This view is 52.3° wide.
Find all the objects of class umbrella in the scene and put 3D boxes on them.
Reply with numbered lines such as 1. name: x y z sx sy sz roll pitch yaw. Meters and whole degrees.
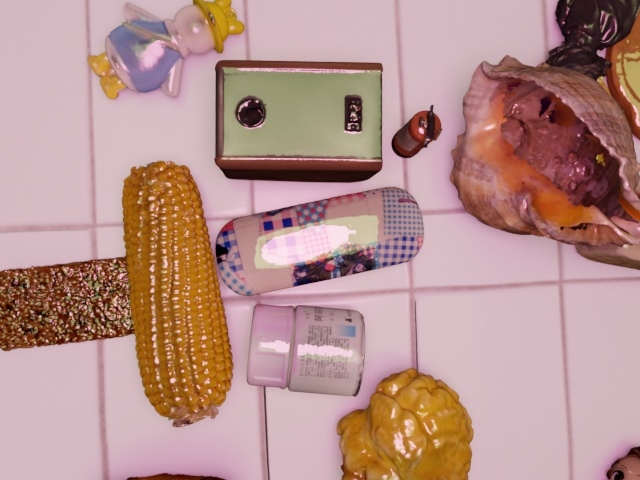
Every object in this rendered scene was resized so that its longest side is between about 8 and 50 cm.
1. umbrella: 0.422 -0.323 1.043 0.110 0.122 0.272 27 79 -41

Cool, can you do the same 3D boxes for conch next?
1. conch: 0.335 -0.131 0.919 0.210 0.352 0.297 -41 127 -19

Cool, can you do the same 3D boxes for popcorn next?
1. popcorn: 0.122 0.308 0.987 0.203 0.226 0.200 0 48 32

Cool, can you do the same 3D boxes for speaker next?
1. speaker: -0.033 -0.170 0.964 0.231 0.192 0.153 0 90 -3

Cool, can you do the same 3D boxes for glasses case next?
1. glasses case: 0.000 0.000 1.019 0.328 0.076 0.125 -12 92 -4

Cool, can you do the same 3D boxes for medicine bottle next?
1. medicine bottle: -0.023 0.164 0.986 0.169 0.135 0.135 5 88 -4

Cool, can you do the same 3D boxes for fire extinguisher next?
1. fire extinguisher: 0.147 -0.159 0.982 0.050 0.177 0.062 11 87 -4

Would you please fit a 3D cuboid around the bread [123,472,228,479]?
1. bread: -0.224 0.412 0.930 0.247 0.232 0.135 -7 78 19

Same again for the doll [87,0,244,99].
1. doll: -0.235 -0.301 1.001 0.241 0.098 0.135 -27 68 -5

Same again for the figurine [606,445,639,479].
1. figurine: 0.447 0.461 1.005 0.168 0.187 0.315 36 78 2

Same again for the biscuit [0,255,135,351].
1. biscuit: -0.392 0.097 1.017 0.231 0.025 0.130 -8 90 -4

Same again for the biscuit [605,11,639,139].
1. biscuit: 0.651 -0.306 1.081 0.352 0.057 0.311 7 89 -3

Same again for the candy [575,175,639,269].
1. candy: 0.574 -0.009 1.006 0.321 0.179 0.135 8 88 -4

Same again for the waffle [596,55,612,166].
1. waffle: 0.431 -0.202 1.079 0.125 0.032 0.190 -17 88 -2

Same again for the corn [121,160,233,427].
1. corn: -0.216 0.079 0.977 0.144 0.144 0.386 -9 84 -4
